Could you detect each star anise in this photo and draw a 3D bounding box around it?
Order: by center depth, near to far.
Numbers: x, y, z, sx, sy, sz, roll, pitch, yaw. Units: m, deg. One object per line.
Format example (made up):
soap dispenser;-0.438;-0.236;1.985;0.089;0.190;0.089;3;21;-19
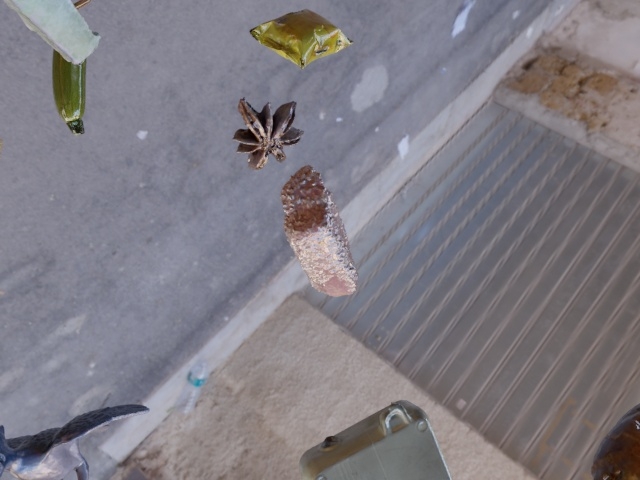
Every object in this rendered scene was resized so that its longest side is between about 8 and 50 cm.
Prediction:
star anise;-0.143;-0.288;1.507;0.229;0.093;0.236;-40;138;15

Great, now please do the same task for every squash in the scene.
squash;-0.521;-0.344;1.165;0.066;0.066;0.252;7;82;-64

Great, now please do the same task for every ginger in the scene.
ginger;0.617;0.445;1.101;0.357;0.152;0.274;2;125;-53

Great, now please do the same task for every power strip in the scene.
power strip;0.077;0.270;0.487;0.117;0.271;0.046;-23;-173;-12

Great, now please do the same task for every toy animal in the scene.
toy animal;-0.369;0.283;0.775;0.239;0.177;0.255;-17;-171;5

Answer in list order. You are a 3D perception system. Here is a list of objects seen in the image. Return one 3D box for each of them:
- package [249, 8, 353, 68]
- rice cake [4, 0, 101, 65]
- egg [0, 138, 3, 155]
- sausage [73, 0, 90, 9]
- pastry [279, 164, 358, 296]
package;-0.040;-0.486;1.341;0.226;0.168;0.090;-39;160;-43
rice cake;-0.227;-0.197;0.432;0.043;0.034;0.211;-50;174;-7
egg;-0.614;-0.139;0.839;0.245;0.203;0.203;-19;143;-21
sausage;-0.507;-0.476;1.153;0.015;0.015;0.100;97;20;-47
pastry;0.001;0.005;1.012;0.102;0.112;0.265;-21;123;3
